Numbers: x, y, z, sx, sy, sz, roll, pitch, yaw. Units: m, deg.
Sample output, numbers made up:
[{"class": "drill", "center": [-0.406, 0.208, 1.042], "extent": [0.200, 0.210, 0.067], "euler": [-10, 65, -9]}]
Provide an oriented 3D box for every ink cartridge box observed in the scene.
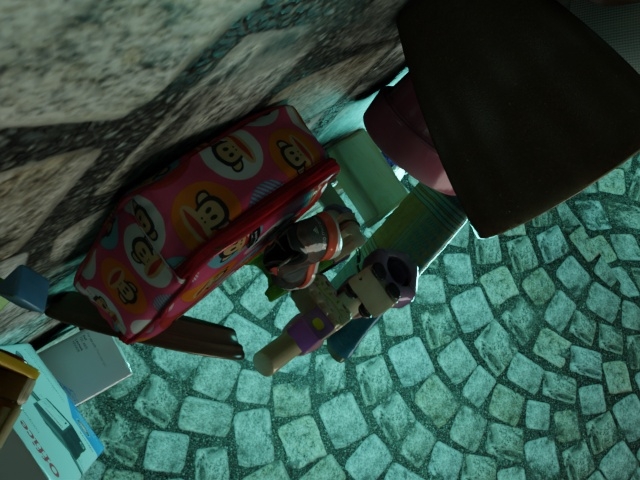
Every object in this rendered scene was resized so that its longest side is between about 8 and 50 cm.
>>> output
[{"class": "ink cartridge box", "center": [-0.437, 0.269, 0.876], "extent": [0.129, 0.223, 0.307], "euler": [-35, 180, -12]}, {"class": "ink cartridge box", "center": [-0.498, 0.265, 1.150], "extent": [0.278, 0.117, 0.201], "euler": [-29, 180, -25]}]

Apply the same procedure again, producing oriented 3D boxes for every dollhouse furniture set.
[{"class": "dollhouse furniture set", "center": [0.001, -0.063, 1.362], "extent": [0.303, 0.174, 0.355], "euler": [-34, 179, -39]}]

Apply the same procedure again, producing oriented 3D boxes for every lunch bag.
[{"class": "lunch bag", "center": [-0.118, -0.022, 0.704], "extent": [0.258, 0.120, 0.293], "euler": [-41, -178, -42]}]

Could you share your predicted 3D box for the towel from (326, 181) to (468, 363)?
[{"class": "towel", "center": [0.134, 0.021, 1.109], "extent": [0.370, 0.040, 0.271], "euler": [-49, -166, 13]}]

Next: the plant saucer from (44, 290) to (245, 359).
[{"class": "plant saucer", "center": [-0.237, 0.117, 0.886], "extent": [0.278, 0.277, 0.041], "euler": [144, -40, -81]}]

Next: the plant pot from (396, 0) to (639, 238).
[{"class": "plant pot", "center": [0.184, -0.156, 0.629], "extent": [0.215, 0.231, 0.215], "euler": [-35, -179, 0]}]

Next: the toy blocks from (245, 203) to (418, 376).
[{"class": "toy blocks", "center": [0.000, 0.000, 0.966], "extent": [0.309, 0.289, 0.260], "euler": [-39, 174, 40]}]

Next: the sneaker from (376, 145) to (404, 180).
[{"class": "sneaker", "center": [0.191, -0.235, 1.544], "extent": [0.315, 0.127, 0.182], "euler": [-42, 173, 24]}]

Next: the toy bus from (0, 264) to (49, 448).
[{"class": "toy bus", "center": [-0.300, 0.102, 0.443], "extent": [0.202, 0.191, 0.104], "euler": [-35, 137, 5]}]

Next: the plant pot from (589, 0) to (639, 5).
[{"class": "plant pot", "center": [0.290, -0.283, 0.558], "extent": [0.167, 0.167, 0.165], "euler": [-35, -171, 12]}]

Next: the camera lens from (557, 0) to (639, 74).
[{"class": "camera lens", "center": [0.374, -0.246, 0.762], "extent": [0.274, 0.220, 0.219], "euler": [5, -151, 43]}]

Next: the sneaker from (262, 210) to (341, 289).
[{"class": "sneaker", "center": [-0.035, 0.013, 0.649], "extent": [0.064, 0.061, 0.158], "euler": [-11, 162, -25]}]

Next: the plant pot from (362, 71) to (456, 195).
[{"class": "plant pot", "center": [0.192, -0.197, 0.934], "extent": [0.180, 0.201, 0.201], "euler": [-52, 172, 28]}]

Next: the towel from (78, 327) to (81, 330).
[{"class": "towel", "center": [-0.305, 0.063, 1.188], "extent": [0.328, 0.037, 0.237], "euler": [-33, -179, -24]}]
